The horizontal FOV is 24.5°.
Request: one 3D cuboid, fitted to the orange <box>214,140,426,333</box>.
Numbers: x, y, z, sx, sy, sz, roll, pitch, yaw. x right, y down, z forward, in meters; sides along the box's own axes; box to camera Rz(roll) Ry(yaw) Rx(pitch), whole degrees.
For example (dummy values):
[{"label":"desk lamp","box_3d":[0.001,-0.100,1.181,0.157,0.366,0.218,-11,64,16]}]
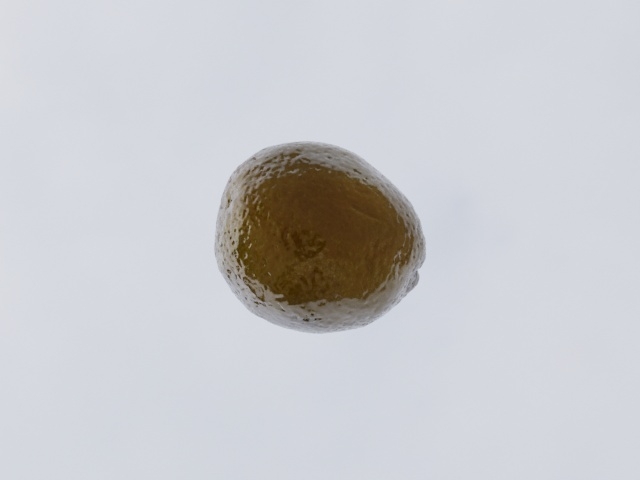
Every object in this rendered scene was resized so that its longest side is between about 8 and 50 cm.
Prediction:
[{"label":"orange","box_3d":[0.000,0.000,0.650,0.095,0.085,0.085,21,-111,-17]}]
